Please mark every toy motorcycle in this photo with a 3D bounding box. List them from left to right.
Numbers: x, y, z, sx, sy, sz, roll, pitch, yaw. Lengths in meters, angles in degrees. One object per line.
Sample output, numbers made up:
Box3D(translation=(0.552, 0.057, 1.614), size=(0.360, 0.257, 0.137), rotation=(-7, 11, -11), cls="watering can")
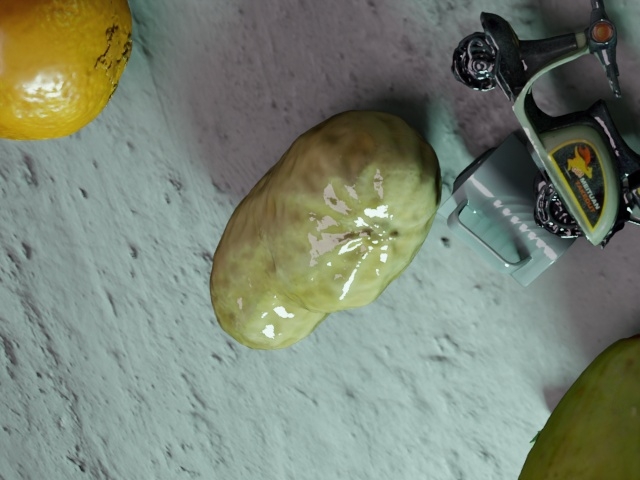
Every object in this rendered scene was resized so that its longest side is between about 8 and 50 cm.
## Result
Box3D(translation=(0.238, -0.114, 1.466), size=(0.157, 0.091, 0.263), rotation=(-28, 103, 15), cls="toy motorcycle")

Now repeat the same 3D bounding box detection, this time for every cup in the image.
Box3D(translation=(0.188, -0.024, 1.573), size=(0.129, 0.128, 0.095), rotation=(43, 136, 3), cls="cup")

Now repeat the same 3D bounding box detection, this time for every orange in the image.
Box3D(translation=(-0.337, -0.237, 1.766), size=(0.246, 0.246, 0.246), rotation=(22, 131, 27), cls="orange")

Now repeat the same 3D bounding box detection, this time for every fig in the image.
Box3D(translation=(0.322, 0.250, 1.559), size=(0.258, 0.258, 0.326), rotation=(13, 95, 33), cls="fig")

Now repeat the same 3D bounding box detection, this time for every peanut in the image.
Box3D(translation=(0.000, 0.000, 1.705), size=(0.387, 0.169, 0.192), rotation=(-44, 52, 49), cls="peanut")

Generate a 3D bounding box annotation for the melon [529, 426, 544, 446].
Box3D(translation=(0.363, 0.253, 1.703), size=(0.261, 0.053, 0.114), rotation=(30, 115, 15), cls="melon")
